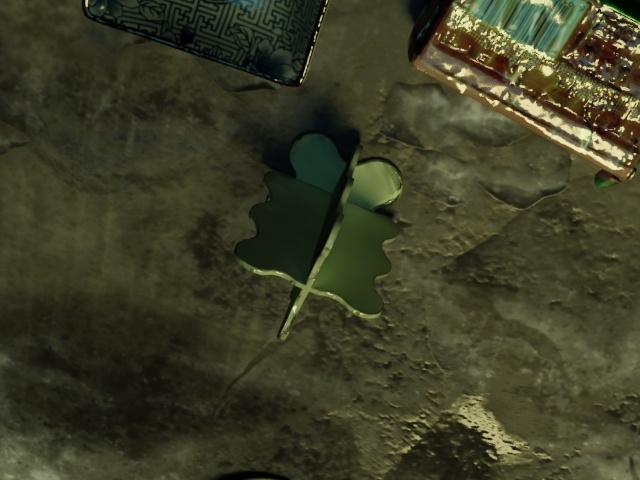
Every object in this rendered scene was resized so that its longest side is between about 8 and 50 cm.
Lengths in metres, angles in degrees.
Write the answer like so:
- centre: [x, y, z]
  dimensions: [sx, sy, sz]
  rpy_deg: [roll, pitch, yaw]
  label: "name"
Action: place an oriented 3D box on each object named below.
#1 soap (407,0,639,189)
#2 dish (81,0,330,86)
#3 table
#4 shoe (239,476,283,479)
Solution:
- centre: [0.236, -0.195, 1.287]
  dimensions: [0.273, 0.098, 0.218]
  rpy_deg: [27, 123, -8]
  label: "soap"
- centre: [-0.103, -0.279, 1.303]
  dimensions: [0.243, 0.080, 0.182]
  rpy_deg: [19, 123, 0]
  label: "dish"
- centre: [0.000, 0.000, 1.392]
  dimensions: [0.166, 0.198, 0.166]
  rpy_deg: [5, 122, 7]
  label: "table"
- centre: [-0.036, 0.395, 1.703]
  dimensions: [0.227, 0.112, 0.099]
  rpy_deg: [20, 125, -5]
  label: "shoe"
